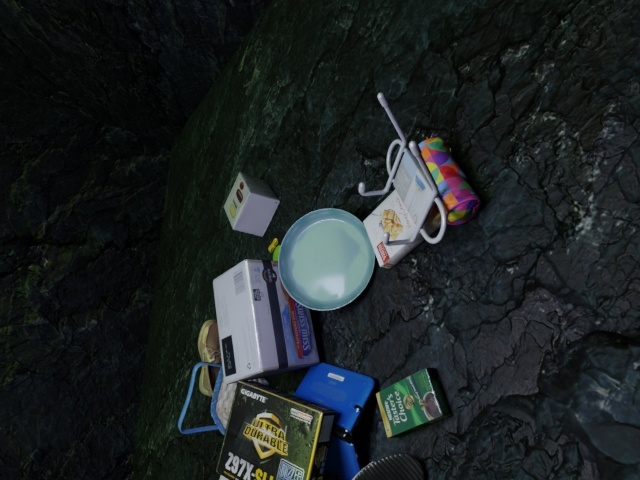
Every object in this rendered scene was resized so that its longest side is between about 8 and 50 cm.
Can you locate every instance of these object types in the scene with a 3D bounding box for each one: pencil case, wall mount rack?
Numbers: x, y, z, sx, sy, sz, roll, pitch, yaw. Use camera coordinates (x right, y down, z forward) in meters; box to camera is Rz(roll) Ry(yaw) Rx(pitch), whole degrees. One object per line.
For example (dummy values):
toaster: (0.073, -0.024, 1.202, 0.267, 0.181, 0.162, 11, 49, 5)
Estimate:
pencil case: (0.308, -0.153, 1.013, 0.104, 0.104, 0.236, -44, 46, 38)
wall mount rack: (0.194, -0.164, 0.999, 0.304, 0.130, 0.350, 102, 158, -45)

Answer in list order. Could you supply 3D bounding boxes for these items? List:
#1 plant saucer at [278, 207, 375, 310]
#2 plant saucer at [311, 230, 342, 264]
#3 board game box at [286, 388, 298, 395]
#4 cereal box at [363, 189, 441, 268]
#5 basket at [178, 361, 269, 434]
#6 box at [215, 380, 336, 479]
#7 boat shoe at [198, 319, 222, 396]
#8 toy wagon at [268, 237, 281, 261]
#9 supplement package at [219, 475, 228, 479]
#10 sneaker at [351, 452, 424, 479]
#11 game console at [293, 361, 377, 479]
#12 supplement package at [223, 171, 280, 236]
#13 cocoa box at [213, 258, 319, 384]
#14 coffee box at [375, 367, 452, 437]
plant saucer: (0.019, 0.058, 1.283, 0.317, 0.043, 0.318, -5, 76, 20)
plant saucer: (0.000, 0.000, 1.377, 0.188, 0.045, 0.188, -49, 44, 5)
board game box: (-0.123, 0.599, 1.420, 0.186, 0.026, 0.126, -42, 46, 39)
cereal box: (0.227, -0.058, 1.134, 0.240, 0.047, 0.173, -47, 44, 35)
basket: (-0.357, 0.582, 1.522, 0.201, 0.289, 0.255, 18, 90, 50)
box: (-0.127, 0.550, 1.123, 0.322, 0.079, 0.257, 4, 77, 38)
boat shoe: (-0.478, 0.533, 1.877, 0.110, 0.121, 0.341, -9, 82, 49)
toy wagon: (-0.115, 0.127, 1.539, 0.267, 0.068, 0.344, -54, 40, 28)
supplement package: (-0.179, 0.772, 1.246, 0.134, 0.244, 0.139, 25, 98, 55)
sneaker: (0.113, 0.622, 1.000, 0.330, 0.146, 0.122, -43, 71, 6)
game console: (0.050, 0.523, 1.202, 0.293, 0.173, 0.250, -5, 44, 53)
supplement package: (-0.312, -0.161, 1.844, 0.194, 0.149, 0.203, -61, 36, 20)
cocoa box: (-0.183, 0.261, 1.348, 0.231, 0.228, 0.347, -31, 63, 42)
coffee box: (0.218, 0.394, 0.995, 0.184, 0.040, 0.113, -44, 46, 38)
